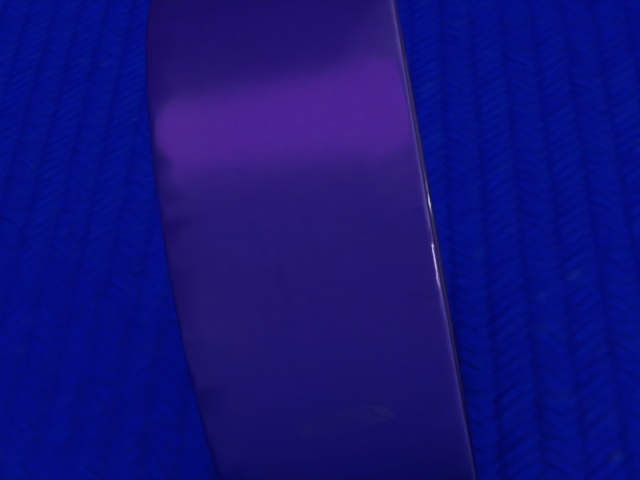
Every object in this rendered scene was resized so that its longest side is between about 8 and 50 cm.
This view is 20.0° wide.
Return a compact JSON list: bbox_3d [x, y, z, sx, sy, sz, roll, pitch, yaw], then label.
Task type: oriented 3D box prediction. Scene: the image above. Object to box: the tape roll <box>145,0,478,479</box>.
[{"bbox_3d":[0.000,0.000,0.615,0.080,0.189,0.189,-10,38,3],"label":"tape roll"}]
